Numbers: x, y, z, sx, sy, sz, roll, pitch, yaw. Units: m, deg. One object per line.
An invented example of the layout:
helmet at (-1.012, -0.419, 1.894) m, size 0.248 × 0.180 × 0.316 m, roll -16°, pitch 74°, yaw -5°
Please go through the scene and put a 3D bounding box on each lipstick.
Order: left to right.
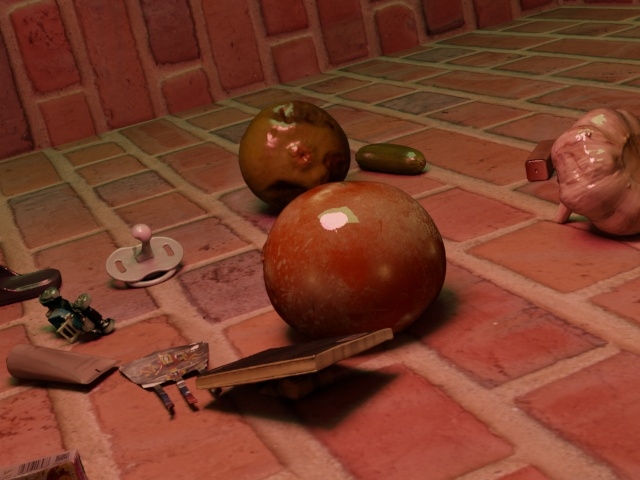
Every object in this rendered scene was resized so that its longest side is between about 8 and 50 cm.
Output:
lipstick at (0.453, -0.164, 2.031) m, size 0.045 × 0.045 × 0.145 m, roll -6°, pitch 20°, yaw 26°

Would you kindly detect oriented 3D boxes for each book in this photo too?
book at (-0.037, 0.154, 1.313) m, size 0.228 × 0.024 × 0.160 m, roll -16°, pitch 0°, yaw 42°

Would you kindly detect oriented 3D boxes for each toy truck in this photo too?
toy truck at (-0.425, 0.134, 1.699) m, size 0.154 × 0.080 × 0.078 m, roll 7°, pitch 53°, yaw 47°

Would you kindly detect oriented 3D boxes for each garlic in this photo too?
garlic at (0.452, -0.097, 1.645) m, size 0.219 × 0.218 × 0.212 m, roll -26°, pitch -7°, yaw -35°

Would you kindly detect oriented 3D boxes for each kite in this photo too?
kite at (-0.206, 0.193, 1.441) m, size 0.141 × 0.015 × 0.245 m, roll -19°, pitch 15°, yaw -16°

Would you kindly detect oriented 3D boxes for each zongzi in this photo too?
zongzi at (-0.032, 0.188, 1.323) m, size 0.076 × 0.040 × 0.083 m, roll -19°, pitch 0°, yaw -41°

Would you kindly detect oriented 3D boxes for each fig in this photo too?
fig at (-0.063, -0.180, 2.146) m, size 0.240 × 0.239 × 0.271 m, roll -17°, pitch 5°, yaw -14°

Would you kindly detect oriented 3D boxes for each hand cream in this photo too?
hand cream at (-0.405, 0.192, 1.533) m, size 0.186 × 0.054 × 0.087 m, roll 4°, pitch 19°, yaw 25°

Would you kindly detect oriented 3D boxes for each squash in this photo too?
squash at (0.146, -0.188, 2.278) m, size 0.066 × 0.066 × 0.252 m, roll -24°, pitch 20°, yaw -31°

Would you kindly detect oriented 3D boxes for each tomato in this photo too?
tomato at (0.047, 0.020, 1.466) m, size 0.270 × 0.222 × 0.270 m, roll -12°, pitch 21°, yaw 5°

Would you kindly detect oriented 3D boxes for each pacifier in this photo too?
pacifier at (-0.333, 0.023, 1.894) m, size 0.150 × 0.116 × 0.126 m, roll -14°, pitch 43°, yaw -16°

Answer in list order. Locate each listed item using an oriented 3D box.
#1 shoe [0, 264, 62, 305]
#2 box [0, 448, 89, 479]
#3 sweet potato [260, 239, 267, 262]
shoe at (-0.636, 0.076, 1.969) m, size 0.241 × 0.093 × 0.108 m, roll -13°, pitch 19°, yaw -5°
box at (-0.381, 0.300, 1.181) m, size 0.207 × 0.049 × 0.041 m, roll -14°, pitch 14°, yaw -5°
sweet potato at (0.002, 0.000, 1.782) m, size 0.097 × 0.097 × 0.292 m, roll 0°, pitch 14°, yaw 35°
